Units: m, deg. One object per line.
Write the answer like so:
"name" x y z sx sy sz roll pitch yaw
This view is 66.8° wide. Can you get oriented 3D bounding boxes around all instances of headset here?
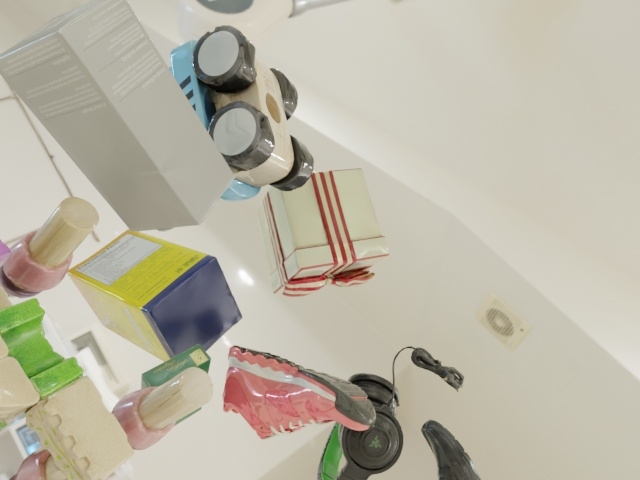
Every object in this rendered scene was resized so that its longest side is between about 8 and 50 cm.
"headset" 0.134 0.399 1.062 0.185 0.243 0.394 30 -73 -3

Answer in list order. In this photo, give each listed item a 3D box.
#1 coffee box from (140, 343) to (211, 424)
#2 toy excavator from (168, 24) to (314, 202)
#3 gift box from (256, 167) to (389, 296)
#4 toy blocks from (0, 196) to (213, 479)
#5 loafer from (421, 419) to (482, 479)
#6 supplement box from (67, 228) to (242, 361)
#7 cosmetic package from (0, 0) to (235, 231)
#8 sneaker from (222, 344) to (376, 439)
"coffee box" -0.257 0.269 0.854 0.040 0.113 0.184 44 -42 25
"toy excavator" -0.285 -0.258 0.962 0.222 0.445 0.432 17 59 -68
"gift box" 0.000 0.000 1.185 0.276 0.255 0.258 128 -50 -65
"toy blocks" -0.333 0.153 0.461 0.260 0.309 0.288 -35 -92 30
"loafer" 0.245 0.433 0.872 0.223 0.078 0.076 57 -15 28
"supplement box" -0.396 0.129 1.158 0.357 0.194 0.195 14 -46 37
"cosmetic package" -0.215 -0.127 0.542 0.127 0.107 0.238 -2 -44 30
"sneaker" -0.047 0.281 0.824 0.314 0.136 0.116 9 -13 38
